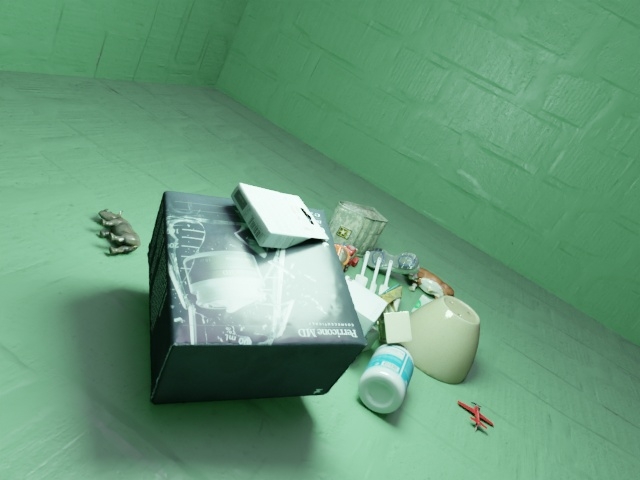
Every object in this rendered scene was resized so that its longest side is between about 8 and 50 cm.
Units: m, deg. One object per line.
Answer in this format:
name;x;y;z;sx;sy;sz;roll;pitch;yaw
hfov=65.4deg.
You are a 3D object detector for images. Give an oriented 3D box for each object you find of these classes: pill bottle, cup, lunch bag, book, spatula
pill bottle;0.223;0.433;1.627;0.146;0.146;0.264;33;23;10
cup;0.494;0.360;1.974;0.331;0.237;0.331;24;22;-11
lunch bag;0.152;-0.056;2.461;0.287;0.235;0.169;9;28;-38
book;0.491;0.323;2.229;0.144;0.096;0.035;38;25;22
spatula;0.248;0.156;2.281;0.168;0.019;0.242;22;51;-3

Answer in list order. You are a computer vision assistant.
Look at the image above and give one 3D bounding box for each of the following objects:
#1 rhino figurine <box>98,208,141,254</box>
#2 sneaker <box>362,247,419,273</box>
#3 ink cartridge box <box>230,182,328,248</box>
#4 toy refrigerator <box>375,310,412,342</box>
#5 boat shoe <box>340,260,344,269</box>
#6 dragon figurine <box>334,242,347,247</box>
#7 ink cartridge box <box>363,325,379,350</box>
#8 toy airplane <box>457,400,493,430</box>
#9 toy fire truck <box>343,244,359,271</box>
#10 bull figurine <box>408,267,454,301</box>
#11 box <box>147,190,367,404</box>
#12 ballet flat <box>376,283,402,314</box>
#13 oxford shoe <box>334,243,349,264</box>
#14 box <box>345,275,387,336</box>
rhino figurine;-0.685;-0.039;1.683;0.106;0.073;0.243;0;34;-42
sneaker;0.345;0.118;2.436;0.297;0.111;0.129;12;-23;32
ink cartridge box;-0.109;-0.059;1.359;0.232;0.066;0.189;12;36;-52
toy refrigerator;0.256;0.314;1.789;0.094;0.102;0.269;-5;-11;1
boat shoe;-0.036;0.158;1.981;0.302;0.098;0.109;-20;56;-38
dragon figurine;0.000;0.000;2.355;0.289;0.085;0.144;34;20;37
ink cartridge box;0.081;0.321;1.769;0.219;0.093;0.160;-1;37;-49
toy airplane;0.551;0.618;1.763;0.151;0.028;0.151;25;23;-11
toy fire truck;0.138;0.076;2.296;0.047;0.192;0.135;35;52;17
bull figurine;0.525;0.212;2.501;0.310;0.101;0.188;30;29;19
box;-0.197;0.150;1.342;0.479;0.297;0.472;5;48;-26
ballet flat;0.265;0.270;2.087;0.123;0.123;0.348;39;24;23
oxford shoe;-0.065;0.064;2.156;0.363;0.130;0.133;13;-18;-9
box;0.106;0.236;1.698;0.182;0.119;0.181;33;24;12
